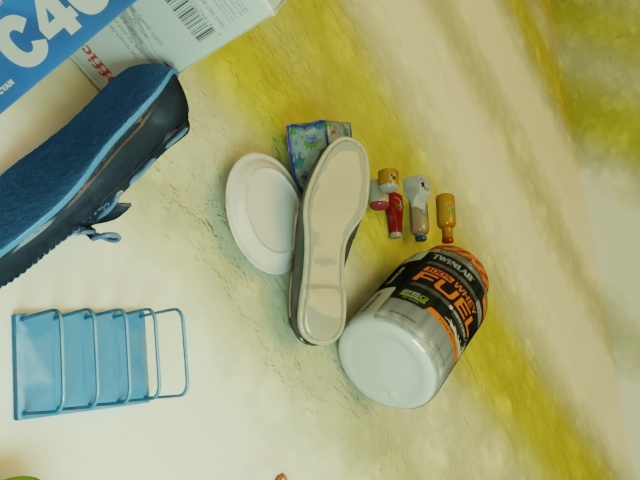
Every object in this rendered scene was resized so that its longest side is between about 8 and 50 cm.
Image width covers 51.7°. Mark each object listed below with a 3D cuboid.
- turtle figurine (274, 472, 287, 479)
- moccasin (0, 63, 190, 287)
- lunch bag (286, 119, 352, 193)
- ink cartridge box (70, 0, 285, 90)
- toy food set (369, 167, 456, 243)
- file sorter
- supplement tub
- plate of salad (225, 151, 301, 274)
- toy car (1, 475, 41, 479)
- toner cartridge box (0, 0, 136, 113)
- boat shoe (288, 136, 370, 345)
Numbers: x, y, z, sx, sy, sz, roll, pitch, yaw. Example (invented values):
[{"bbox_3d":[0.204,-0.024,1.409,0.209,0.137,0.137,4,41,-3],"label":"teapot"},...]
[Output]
[{"bbox_3d":[-0.088,0.468,0.876,0.217,0.087,0.269,66,31,-22],"label":"turtle figurine"},{"bbox_3d":[-0.261,-0.063,0.771,0.342,0.137,0.117,-49,143,-22],"label":"moccasin"},{"bbox_3d":[0.008,-0.132,1.161,0.129,0.096,0.151,-16,102,-65],"label":"lunch bag"},{"bbox_3d":[-0.206,-0.333,0.816,0.223,0.307,0.129,51,43,-26],"label":"ink cartridge box"},{"bbox_3d":[0.178,-0.059,1.329,0.232,0.111,0.104,18,65,-48],"label":"toy food set"},{"bbox_3d":[-0.253,0.137,0.773,0.170,0.104,0.118,6,74,-48],"label":"file sorter"},{"bbox_3d":[0.185,0.143,1.212,0.316,0.193,0.193,-41,110,-48],"label":"supplement tub"},{"bbox_3d":[-0.089,-0.042,1.061,0.200,0.048,0.200,23,61,-49],"label":"plate of salad"},{"bbox_3d":[-0.319,0.320,0.628,0.136,0.159,0.182,88,24,-44],"label":"toy car"},{"bbox_3d":[-0.303,-0.257,0.661,0.165,0.348,0.075,49,13,-26],"label":"toner cartridge box"},{"bbox_3d":[0.000,0.000,1.066,0.112,0.095,0.335,11,85,-24],"label":"boat shoe"}]
